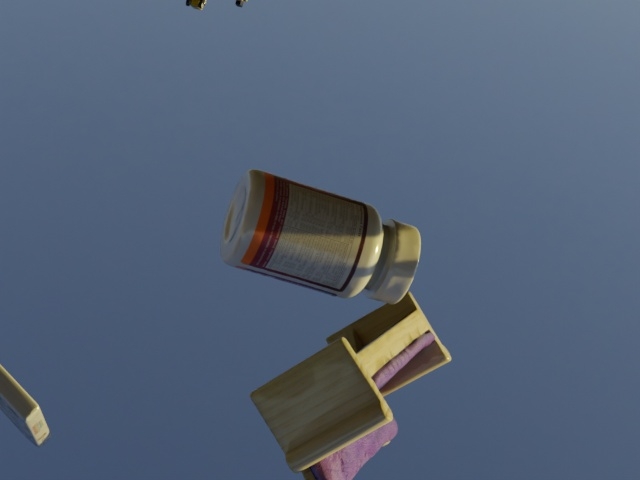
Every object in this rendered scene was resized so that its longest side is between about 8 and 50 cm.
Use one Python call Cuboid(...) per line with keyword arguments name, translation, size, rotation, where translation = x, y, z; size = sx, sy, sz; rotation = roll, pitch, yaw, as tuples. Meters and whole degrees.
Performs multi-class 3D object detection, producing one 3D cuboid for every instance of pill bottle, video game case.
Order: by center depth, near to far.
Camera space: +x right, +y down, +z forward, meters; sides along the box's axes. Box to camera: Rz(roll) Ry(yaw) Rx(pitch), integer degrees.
Cuboid(name="video game case", translation=(-0.393, 0.133, 1.563), size=(0.227, 0.206, 0.026), rotation=(44, -107, 7))
Cuboid(name="pill bottle", translation=(0.000, 0.000, 1.669), size=(0.221, 0.121, 0.121), rotation=(17, -159, -16))

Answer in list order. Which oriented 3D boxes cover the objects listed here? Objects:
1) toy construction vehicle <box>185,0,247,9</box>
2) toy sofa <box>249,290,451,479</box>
Cuboid(name="toy construction vehicle", translation=(-0.134, -0.361, 1.924), size=(0.086, 0.098, 0.035), rotation=(10, 170, 14))
Cuboid(name="toy sofa", translation=(0.063, 0.201, 1.825), size=(0.150, 0.177, 0.362), rotation=(-32, 177, 19))
